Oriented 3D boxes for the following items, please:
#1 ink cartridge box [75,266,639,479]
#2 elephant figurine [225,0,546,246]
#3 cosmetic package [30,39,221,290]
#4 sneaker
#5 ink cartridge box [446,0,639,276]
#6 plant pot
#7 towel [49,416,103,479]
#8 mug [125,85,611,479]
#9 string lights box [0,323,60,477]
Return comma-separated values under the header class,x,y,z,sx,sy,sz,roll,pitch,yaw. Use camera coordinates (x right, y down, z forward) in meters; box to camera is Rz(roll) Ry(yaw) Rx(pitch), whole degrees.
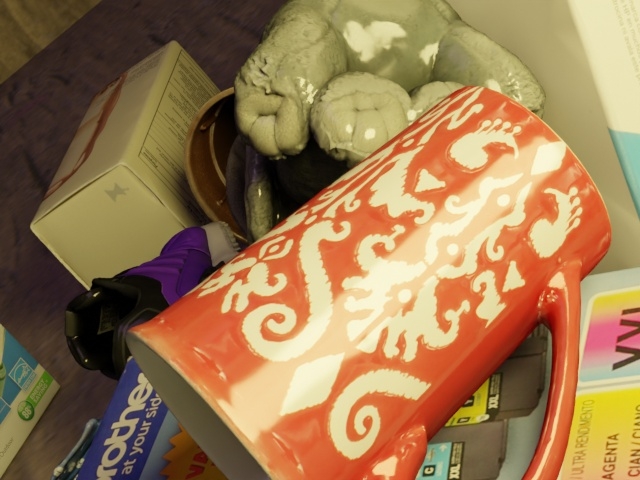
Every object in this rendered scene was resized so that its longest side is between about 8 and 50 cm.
class,x,y,z,sx,sy,sz,roll,pitch,yaw
ink cartridge box,0.010,0.175,0.592,0.395,0.151,0.270,-14,40,32
elephant figurine,0.013,-0.020,0.757,0.186,0.169,0.239,-48,-19,-39
cosmetic package,-0.176,-0.068,1.414,0.129,0.153,0.296,-31,22,20
sneaker,-0.133,0.051,1.084,0.146,0.102,0.293,-7,10,-12
ink cartridge box,0.211,-0.120,0.798,0.270,0.198,0.197,-29,18,-22
plant pot,-0.020,-0.098,1.243,0.167,0.167,0.165,-25,19,28
towel,-0.252,0.233,0.992,0.336,0.040,0.243,-42,2,0
mug,0.036,0.039,0.531,0.169,0.150,0.113,-41,-3,-16
string lights box,-0.376,0.100,1.250,0.076,0.260,0.133,-20,30,37
